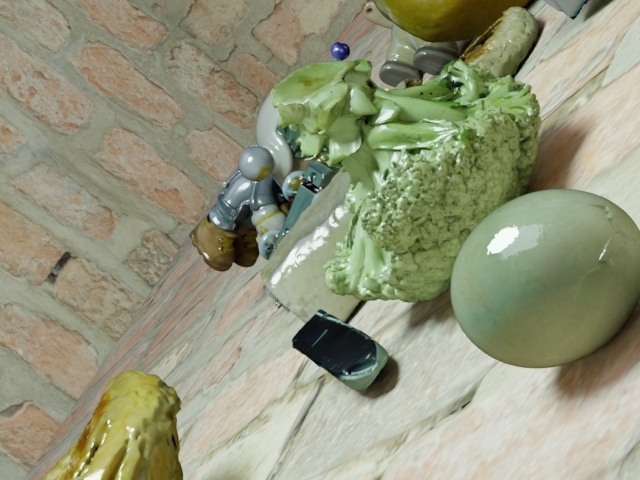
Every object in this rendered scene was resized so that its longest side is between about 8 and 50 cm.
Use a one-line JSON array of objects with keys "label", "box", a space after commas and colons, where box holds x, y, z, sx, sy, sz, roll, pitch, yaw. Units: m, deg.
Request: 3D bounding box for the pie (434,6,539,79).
[{"label": "pie", "box": [0.176, -0.191, 1.879, 0.274, 0.055, 0.274, -46, 7, 8]}]

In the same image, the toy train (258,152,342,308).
[{"label": "toy train", "box": [0.007, -0.010, 1.823, 0.089, 0.127, 0.219, 34, 104, 53]}]

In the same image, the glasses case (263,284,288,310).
[{"label": "glasses case", "box": [0.000, 0.000, 2.041, 0.205, 0.047, 0.071, -52, 8, 5]}]

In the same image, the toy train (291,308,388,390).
[{"label": "toy train", "box": [0.029, 0.116, 1.451, 0.055, 0.048, 0.252, -48, 14, -5]}]

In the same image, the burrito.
[{"label": "burrito", "box": [0.054, -0.042, 1.685, 0.299, 0.105, 0.143, -53, 30, 5]}]

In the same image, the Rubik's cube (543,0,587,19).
[{"label": "Rubik's cube", "box": [0.258, -0.453, 1.576, 0.387, 0.368, 0.358, -55, 26, -19]}]

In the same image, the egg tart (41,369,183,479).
[{"label": "egg tart", "box": [-0.255, 0.348, 1.555, 0.443, 0.178, 0.443, -51, 11, 14]}]

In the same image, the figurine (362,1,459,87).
[{"label": "figurine", "box": [0.190, -0.404, 2.255, 0.248, 0.203, 0.381, 127, 165, -61]}]

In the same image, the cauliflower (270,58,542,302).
[{"label": "cauliflower", "box": [0.070, -0.085, 1.376, 0.275, 0.250, 0.272, -29, 26, 57]}]

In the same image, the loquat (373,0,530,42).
[{"label": "loquat", "box": [0.197, -0.411, 2.019, 0.276, 0.276, 0.284, -68, -3, -60]}]

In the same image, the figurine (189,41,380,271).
[{"label": "figurine", "box": [-0.040, -0.099, 2.128, 0.382, 0.186, 0.261, -52, -13, 30]}]

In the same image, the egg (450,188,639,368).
[{"label": "egg", "box": [0.150, 0.024, 0.968, 0.152, 0.114, 0.114, -36, 18, 55]}]
